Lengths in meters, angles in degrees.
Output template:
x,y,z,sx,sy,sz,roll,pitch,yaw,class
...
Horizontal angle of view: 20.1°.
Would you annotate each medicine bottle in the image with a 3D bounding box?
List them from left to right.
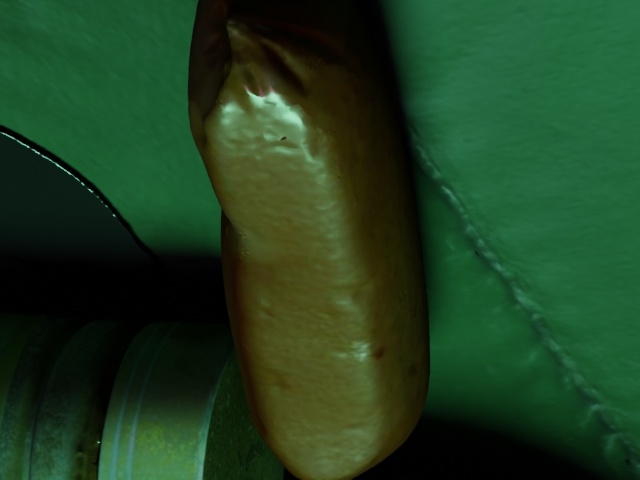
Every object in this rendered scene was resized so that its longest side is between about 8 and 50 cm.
x,y,z,sx,sy,sz,roll,pitch,yaw,class
-0.191,0.112,0.967,0.322,0.151,0.151,2,144,16,medicine bottle

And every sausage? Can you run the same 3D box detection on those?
x,y,z,sx,sy,sz,roll,pitch,yaw,class
0.000,-0.001,0.812,0.094,0.097,0.348,-3,143,4,sausage

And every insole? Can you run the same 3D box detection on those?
x,y,z,sx,sy,sz,roll,pitch,yaw,class
-0.115,0.012,0.941,0.086,0.005,0.253,-16,136,35,insole
